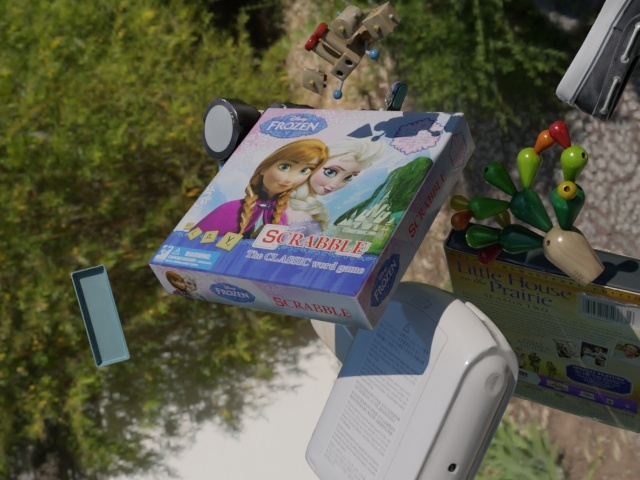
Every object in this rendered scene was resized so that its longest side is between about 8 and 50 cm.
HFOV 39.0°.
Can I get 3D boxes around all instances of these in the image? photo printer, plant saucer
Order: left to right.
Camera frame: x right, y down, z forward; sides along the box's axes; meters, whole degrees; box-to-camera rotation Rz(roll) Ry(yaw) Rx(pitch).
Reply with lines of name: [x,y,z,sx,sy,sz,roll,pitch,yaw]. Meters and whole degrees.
plant saucer: [-0.427,0.147,1.759,0.018,0.067,0.192,175,79,-79]
photo printer: [0.115,0.212,1.168,0.256,0.107,0.307,32,102,59]

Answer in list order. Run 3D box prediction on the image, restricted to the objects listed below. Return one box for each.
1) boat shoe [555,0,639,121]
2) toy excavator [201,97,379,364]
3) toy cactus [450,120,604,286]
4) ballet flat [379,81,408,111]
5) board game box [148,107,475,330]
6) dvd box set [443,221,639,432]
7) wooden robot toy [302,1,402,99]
boat shoe: [0.437,-0.295,1.241,0.102,0.108,0.301,36,129,16]
toy excavator: [0.000,0.000,1.496,0.433,0.222,0.444,13,103,46]
toy cactus: [0.253,-0.022,1.046,0.180,0.112,0.219,48,132,5]
ballet flat: [0.137,-0.259,1.771,0.041,0.041,0.114,-116,44,-63]
board game box: [-0.009,-0.046,1.161,0.318,0.319,0.066,-58,-41,-33]
dvd box set: [0.366,0.144,1.420,0.062,0.308,0.420,-62,-29,-29]
wooden robot toy: [0.038,-0.241,1.072,0.076,0.079,0.173,41,145,-7]
